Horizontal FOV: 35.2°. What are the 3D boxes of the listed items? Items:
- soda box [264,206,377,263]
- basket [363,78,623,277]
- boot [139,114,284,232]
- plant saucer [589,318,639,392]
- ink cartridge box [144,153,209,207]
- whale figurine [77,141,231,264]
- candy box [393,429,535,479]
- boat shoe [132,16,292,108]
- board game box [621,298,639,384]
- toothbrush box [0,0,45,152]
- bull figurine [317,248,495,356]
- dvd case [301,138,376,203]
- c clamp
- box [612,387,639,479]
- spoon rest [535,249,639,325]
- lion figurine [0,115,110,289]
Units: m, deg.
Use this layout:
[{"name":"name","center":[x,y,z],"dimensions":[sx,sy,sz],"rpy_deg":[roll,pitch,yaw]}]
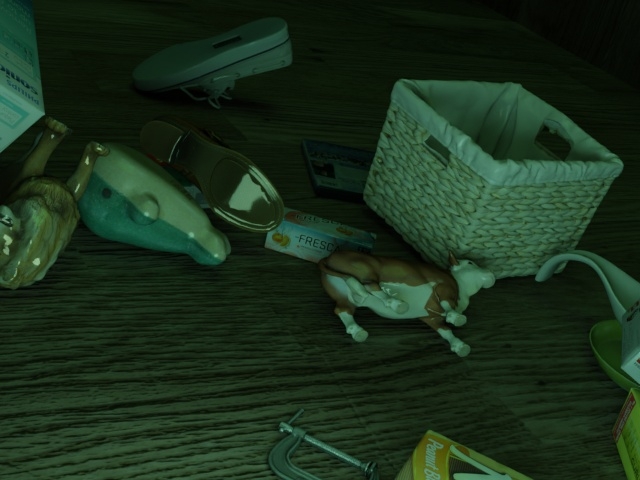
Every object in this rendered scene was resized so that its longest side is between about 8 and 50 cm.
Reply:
[{"name":"soda box","center":[0.000,0.000,1.728],"dimensions":[0.183,0.063,0.058],"rpy_deg":[17,26,3]},{"name":"basket","center":[0.304,-0.114,1.876],"dimensions":[0.331,0.267,0.328],"rpy_deg":[-3,36,-35]},{"name":"boot","center":[-0.175,-0.120,1.741],"dimensions":[0.283,0.109,0.220],"rpy_deg":[29,8,0]},{"name":"plant saucer","center":[0.549,0.209,1.647],"dimensions":[0.240,0.037,0.241],"rpy_deg":[12,26,-6]},{"name":"ink cartridge box","center":[-0.298,-0.127,1.832],"dimensions":[0.181,0.056,0.224],"rpy_deg":[-5,34,-37]},{"name":"whale figurine","center":[-0.272,-0.035,1.601],"dimensions":[0.272,0.141,0.216],"rpy_deg":[38,6,-5]},{"name":"candy box","center":[0.136,0.344,1.080],"dimensions":[0.182,0.088,0.316],"rpy_deg":[24,26,17]},{"name":"boat shoe","center":[-0.234,-0.377,2.290],"dimensions":[0.367,0.157,0.136],"rpy_deg":[-21,40,-7]},{"name":"board game box","center":[0.565,0.229,1.459],"dimensions":[0.305,0.053,0.193],"rpy_deg":[42,25,1]},{"name":"toothbrush box","center":[-0.529,-0.290,1.455],"dimensions":[0.216,0.126,0.296],"rpy_deg":[37,26,-42]},{"name":"bull figurine","center":[0.147,0.086,1.593],"dimensions":[0.310,0.101,0.188],"rpy_deg":[6,29,-20]},{"name":"dvd case","center":[0.061,-0.140,2.096],"dimensions":[0.180,0.022,0.253],"rpy_deg":[10,26,-14]},{"name":"c clamp","center":[0.007,0.267,1.240],"dimensions":[0.160,0.022,0.137],"rpy_deg":[26,27,22]},{"name":"box","center":[0.453,0.299,1.354],"dimensions":[0.058,0.087,0.232],"rpy_deg":[14,26,-2]},{"name":"spoon rest","center":[0.504,0.092,1.720],"dimensions":[0.276,0.084,0.137],"rpy_deg":[30,29,30]},{"name":"lion figurine","center":[-0.457,-0.077,1.530],"dimensions":[0.142,0.240,0.392],"rpy_deg":[30,-1,-31]}]
